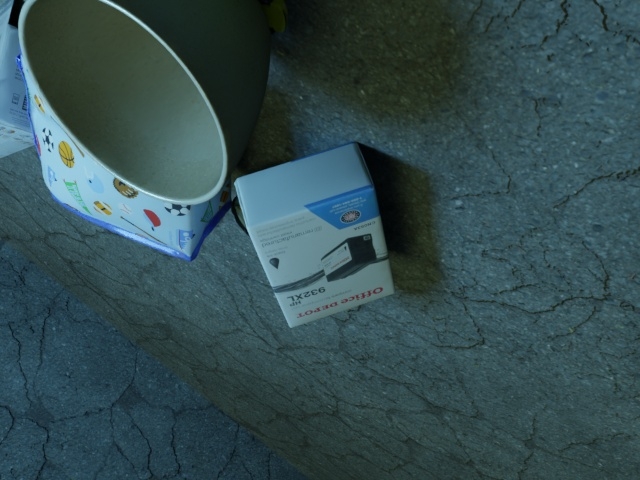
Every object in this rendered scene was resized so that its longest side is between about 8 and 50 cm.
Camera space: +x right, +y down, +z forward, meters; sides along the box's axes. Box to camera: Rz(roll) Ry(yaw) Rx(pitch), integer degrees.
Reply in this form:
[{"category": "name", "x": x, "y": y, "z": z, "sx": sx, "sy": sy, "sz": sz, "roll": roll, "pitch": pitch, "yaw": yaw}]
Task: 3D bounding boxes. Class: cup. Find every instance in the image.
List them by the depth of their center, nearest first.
[{"category": "cup", "x": -0.202, "y": -0.250, "z": 0.967, "sx": 0.331, "sy": 0.237, "sz": 0.331, "roll": 24, "pitch": 145, "yaw": 18}]

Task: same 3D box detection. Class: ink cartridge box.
[{"category": "ink cartridge box", "x": 0.000, "y": 0.000, "z": 1.273, "sx": 0.223, "sy": 0.129, "sz": 0.307, "roll": -18, "pitch": 139, "yaw": -1}, {"category": "ink cartridge box", "x": -0.669, "y": -0.338, "z": 1.495, "sx": 0.130, "sy": 0.272, "sz": 0.309, "roll": 16, "pitch": 167, "yaw": -40}]

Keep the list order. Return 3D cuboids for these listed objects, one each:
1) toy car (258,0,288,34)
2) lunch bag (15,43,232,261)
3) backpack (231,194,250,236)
[{"category": "toy car", "x": -0.166, "y": -0.371, "z": 1.066, "sx": 0.239, "sy": 0.053, "sz": 0.225, "roll": 40, "pitch": 151, "yaw": -10}, {"category": "lunch bag", "x": -0.363, "y": -0.193, "z": 1.300, "sx": 0.385, "sy": 0.239, "sz": 0.328, "roll": 18, "pitch": 133, "yaw": 11}, {"category": "backpack", "x": -0.093, "y": -0.064, "z": 1.397, "sx": 0.152, "sy": 0.115, "sz": 0.182, "roll": 42, "pitch": 148, "yaw": -11}]
